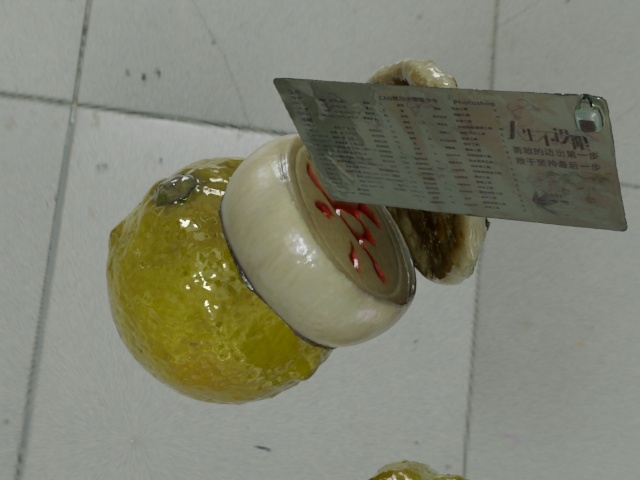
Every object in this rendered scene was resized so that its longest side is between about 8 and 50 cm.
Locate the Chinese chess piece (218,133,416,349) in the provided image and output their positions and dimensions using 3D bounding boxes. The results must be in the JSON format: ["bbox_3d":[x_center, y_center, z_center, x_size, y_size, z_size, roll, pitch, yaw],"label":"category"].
[{"bbox_3d":[0.000,0.000,1.229,0.103,0.250,0.249,-35,86,24],"label":"Chinese chess piece"}]

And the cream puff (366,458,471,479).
[{"bbox_3d":[0.079,0.460,1.355,0.276,0.378,0.378,7,78,-30],"label":"cream puff"}]

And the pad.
[{"bbox_3d":[0.100,-0.065,0.858,0.265,0.159,0.009,8,58,28],"label":"pad"}]

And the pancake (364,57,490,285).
[{"bbox_3d":[0.119,-0.077,1.256,0.049,0.282,0.282,-18,83,-18],"label":"pancake"}]

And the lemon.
[{"bbox_3d":[-0.130,0.050,1.561,0.350,0.350,0.387,-31,130,-14],"label":"lemon"}]
